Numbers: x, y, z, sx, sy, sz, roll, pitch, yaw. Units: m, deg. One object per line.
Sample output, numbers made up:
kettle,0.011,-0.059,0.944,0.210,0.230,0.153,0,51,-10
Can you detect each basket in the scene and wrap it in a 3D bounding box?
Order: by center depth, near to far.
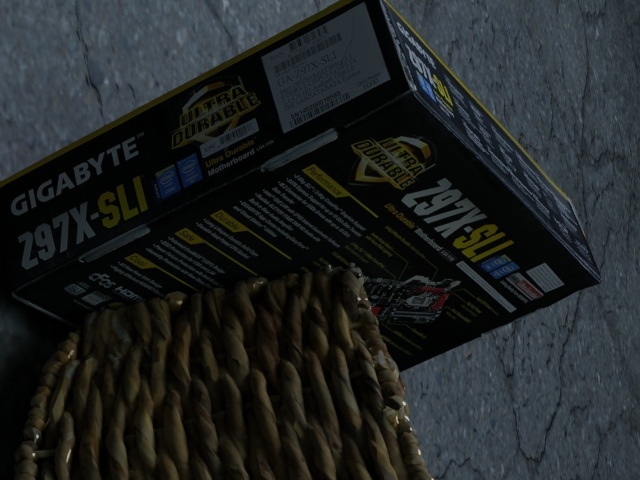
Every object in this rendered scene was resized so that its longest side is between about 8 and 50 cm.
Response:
basket,-0.040,0.193,0.820,0.299,0.213,0.223,-109,-171,-53

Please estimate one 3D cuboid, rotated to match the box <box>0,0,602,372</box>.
box,0.000,0.000,0.948,0.322,0.257,0.079,35,32,-56
